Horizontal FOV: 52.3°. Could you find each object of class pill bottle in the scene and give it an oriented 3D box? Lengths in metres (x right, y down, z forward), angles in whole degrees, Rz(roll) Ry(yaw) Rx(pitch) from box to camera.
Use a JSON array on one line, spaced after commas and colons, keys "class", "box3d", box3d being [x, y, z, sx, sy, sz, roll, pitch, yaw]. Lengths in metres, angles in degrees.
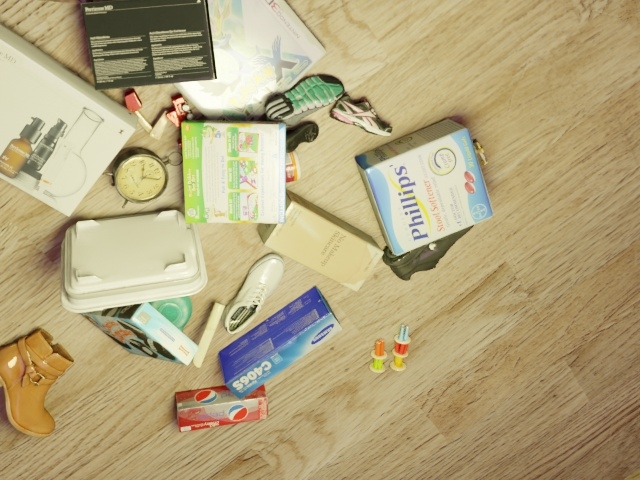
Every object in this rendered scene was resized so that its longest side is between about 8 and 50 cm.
[{"class": "pill bottle", "box3d": [-0.132, -0.182, 1.669, 0.152, 0.086, 0.086, -13, 116, -10]}]

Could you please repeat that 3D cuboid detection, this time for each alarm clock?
[{"class": "alarm clock", "box3d": [-0.425, -0.168, 1.600, 0.192, 0.064, 0.129, -27, 124, -9]}]

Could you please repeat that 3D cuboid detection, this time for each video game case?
[{"class": "video game case", "box3d": [-0.198, -0.449, 1.558, 0.329, 0.036, 0.300, -43, 117, 6]}]

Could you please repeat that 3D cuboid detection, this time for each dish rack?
[{"class": "dish rack", "box3d": [-0.451, 0.028, 1.556, 0.333, 0.285, 0.072, -8, 133, -14]}]

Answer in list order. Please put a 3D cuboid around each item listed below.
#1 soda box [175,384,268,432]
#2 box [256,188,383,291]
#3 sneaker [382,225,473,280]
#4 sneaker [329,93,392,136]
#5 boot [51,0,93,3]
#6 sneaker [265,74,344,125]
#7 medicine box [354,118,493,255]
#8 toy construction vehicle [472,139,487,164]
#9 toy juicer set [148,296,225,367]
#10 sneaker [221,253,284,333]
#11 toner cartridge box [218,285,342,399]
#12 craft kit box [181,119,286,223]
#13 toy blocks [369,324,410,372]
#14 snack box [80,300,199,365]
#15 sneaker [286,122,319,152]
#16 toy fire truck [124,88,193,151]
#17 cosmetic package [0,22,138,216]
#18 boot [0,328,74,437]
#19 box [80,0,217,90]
[{"class": "soda box", "box3d": [-0.289, 0.486, 1.918, 0.264, 0.092, 0.083, -5, 114, -14]}, {"class": "box", "box3d": [0.000, 0.000, 1.768, 0.311, 0.121, 0.148, 27, 103, -24]}, {"class": "sneaker", "box3d": [0.321, 0.013, 1.891, 0.286, 0.109, 0.130, -30, 128, 6]}, {"class": "sneaker", "box3d": [0.117, -0.325, 1.689, 0.178, 0.072, 0.077, 17, 97, -28]}, {"class": "boot", "box3d": [-0.592, -0.605, 1.343, 0.249, 0.090, 0.206, 1, 111, -21]}, {"class": "sneaker", "box3d": [-0.046, -0.344, 1.644, 0.224, 0.098, 0.083, -25, 76, -22]}, {"class": "medicine box", "box3d": [0.275, -0.144, 1.748, 0.289, 0.149, 0.263, -23, 112, -2]}, {"class": "toy construction vehicle", "box3d": [0.418, -0.236, 1.833, 0.086, 0.035, 0.098, -34, 118, 0]}, {"class": "toy juicer set", "box3d": [-0.386, 0.162, 1.756, 0.329, 0.089, 0.209, 44, 83, -19]}, {"class": "sneaker", "box3d": [-0.179, 0.156, 1.802, 0.094, 0.091, 0.258, 29, 103, -25]}, {"class": "toner cartridge box", "box3d": [-0.118, 0.284, 1.838, 0.348, 0.165, 0.075, -34, 119, 1]}, {"class": "craft kit box", "box3d": [-0.207, -0.164, 1.579, 0.247, 0.061, 0.249, 0, 108, -6]}, {"class": "toy blocks", "box3d": [0.217, 0.332, 2.018, 0.123, 0.054, 0.148, -1, 114, -16]}, {"class": "snack box", "box3d": [-0.461, 0.225, 1.640, 0.187, 0.322, 0.060, 48, 59, -27]}, {"class": "sneaker", "box3d": [-0.086, -0.263, 1.659, 0.170, 0.089, 0.051, -38, 132, -41]}, {"class": "toy fire truck", "box3d": [-0.374, -0.287, 1.573, 0.135, 0.047, 0.192, -23, 119, -5]}, {"class": "cosmetic package", "box3d": [-0.648, -0.267, 1.454, 0.377, 0.097, 0.284, 34, 108, -26]}, {"class": "boot", "box3d": [-0.749, 0.382, 1.745, 0.220, 0.109, 0.283, -35, 111, -3]}, {"class": "box", "box3d": [-0.371, -0.436, 1.439, 0.261, 0.103, 0.184, -6, 106, -3]}]
